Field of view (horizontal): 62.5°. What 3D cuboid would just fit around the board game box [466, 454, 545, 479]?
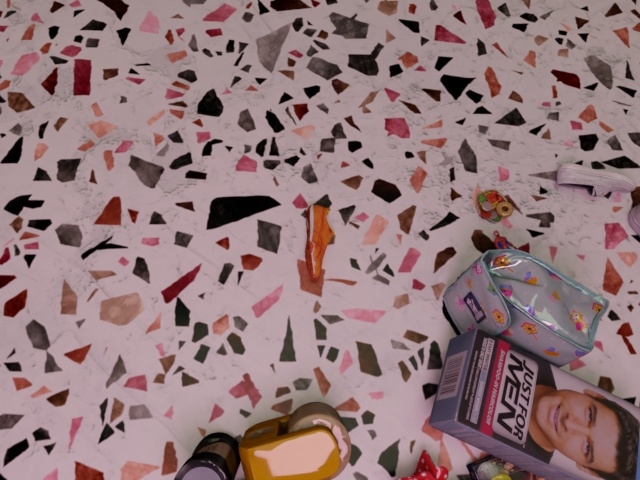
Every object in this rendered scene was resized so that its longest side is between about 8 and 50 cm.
[{"bbox_3d":[0.413,0.535,1.033,0.164,0.042,0.244,-18,72,-10],"label":"board game box"}]

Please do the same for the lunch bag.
[{"bbox_3d":[0.397,0.143,1.078,0.262,0.223,0.160,30,63,7],"label":"lunch bag"}]

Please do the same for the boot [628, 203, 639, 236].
[{"bbox_3d":[0.845,0.002,1.212,0.095,0.123,0.258,-41,77,-16],"label":"boot"}]

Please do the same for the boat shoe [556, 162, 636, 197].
[{"bbox_3d":[0.670,-0.137,1.286,0.184,0.066,0.063,16,80,1],"label":"boat shoe"}]

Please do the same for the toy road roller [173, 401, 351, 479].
[{"bbox_3d":[-0.089,0.457,0.952,0.329,0.202,0.241,-17,84,-5],"label":"toy road roller"}]

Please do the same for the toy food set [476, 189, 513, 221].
[{"bbox_3d":[0.416,-0.084,1.270,0.082,0.020,0.083,-22,73,-11],"label":"toy food set"}]

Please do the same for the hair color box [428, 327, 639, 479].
[{"bbox_3d":[0.414,0.338,1.012,0.374,0.114,0.186,26,63,-6],"label":"hair color box"}]

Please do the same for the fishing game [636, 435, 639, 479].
[{"bbox_3d":[0.650,0.491,1.068,0.189,0.041,0.264,35,80,9],"label":"fishing game"}]

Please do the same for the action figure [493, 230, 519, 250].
[{"bbox_3d":[0.438,0.026,1.229,0.038,0.030,0.115,-26,72,-7],"label":"action figure"}]

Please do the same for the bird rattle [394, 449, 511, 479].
[{"bbox_3d":[0.255,0.522,0.969,0.253,0.143,0.207,0,95,19],"label":"bird rattle"}]

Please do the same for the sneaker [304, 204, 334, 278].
[{"bbox_3d":[0.000,0.000,1.191,0.067,0.064,0.175,7,72,-12],"label":"sneaker"}]
